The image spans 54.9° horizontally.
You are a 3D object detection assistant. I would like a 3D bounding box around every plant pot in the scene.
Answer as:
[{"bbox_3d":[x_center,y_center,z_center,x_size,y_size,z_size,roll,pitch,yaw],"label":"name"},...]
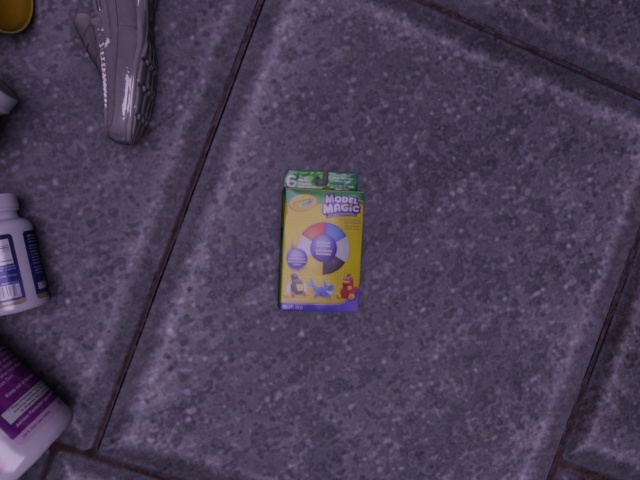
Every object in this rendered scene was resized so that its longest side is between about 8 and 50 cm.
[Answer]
[{"bbox_3d":[-0.493,-0.353,0.868,0.095,0.134,0.134,-5,94,18],"label":"plant pot"}]

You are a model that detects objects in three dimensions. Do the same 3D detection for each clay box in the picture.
[{"bbox_3d":[0.000,0.000,0.980,0.127,0.053,0.222,2,93,-8],"label":"clay box"}]

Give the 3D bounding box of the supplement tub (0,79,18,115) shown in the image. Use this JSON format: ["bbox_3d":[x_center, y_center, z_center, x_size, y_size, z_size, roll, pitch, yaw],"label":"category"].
[{"bbox_3d":[-0.570,-0.149,0.825,0.191,0.191,0.272,43,87,-8],"label":"supplement tub"}]

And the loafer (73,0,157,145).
[{"bbox_3d":[-0.301,-0.298,0.903,0.111,0.112,0.320,0,85,-3],"label":"loafer"}]

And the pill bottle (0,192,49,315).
[{"bbox_3d":[-0.461,0.020,0.897,0.094,0.094,0.170,-11,94,-7],"label":"pill bottle"}]

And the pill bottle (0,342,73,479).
[{"bbox_3d":[-0.514,0.207,0.862,0.169,0.169,0.301,-44,97,-4],"label":"pill bottle"}]
